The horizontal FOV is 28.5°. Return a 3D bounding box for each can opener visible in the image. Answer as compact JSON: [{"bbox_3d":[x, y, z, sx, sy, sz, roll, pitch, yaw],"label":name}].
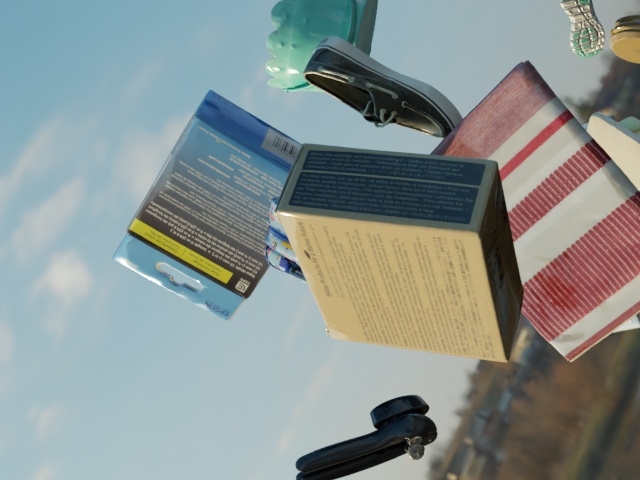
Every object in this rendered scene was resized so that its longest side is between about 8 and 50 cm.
[{"bbox_3d":[0.055,0.249,1.502,0.186,0.073,0.059,-23,-54,-16],"label":"can opener"}]

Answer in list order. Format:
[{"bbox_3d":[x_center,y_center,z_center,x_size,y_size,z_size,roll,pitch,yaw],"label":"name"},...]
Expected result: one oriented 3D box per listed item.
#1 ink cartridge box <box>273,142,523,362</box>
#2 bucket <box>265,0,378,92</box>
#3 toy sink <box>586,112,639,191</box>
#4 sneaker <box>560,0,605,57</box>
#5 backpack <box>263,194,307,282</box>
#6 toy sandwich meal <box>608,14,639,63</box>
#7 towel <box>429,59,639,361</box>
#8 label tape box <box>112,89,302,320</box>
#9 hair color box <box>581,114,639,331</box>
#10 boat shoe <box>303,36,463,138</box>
[{"bbox_3d":[0.083,0.015,1.202,0.235,0.193,0.088,68,-145,-54],"label":"ink cartridge box"},{"bbox_3d":[0.007,-0.435,2.616,0.281,0.183,0.281,12,-90,-82],"label":"bucket"},{"bbox_3d":[0.545,-0.117,2.188,0.131,0.153,0.234,-28,-39,-30],"label":"toy sink"},{"bbox_3d":[0.461,-0.400,2.217,0.076,0.065,0.166,-83,-22,-48],"label":"sneaker"},{"bbox_3d":[0.000,0.000,1.620,0.173,0.158,0.117,-29,-38,-78],"label":"backpack"},{"bbox_3d":[0.408,-0.257,1.616,0.085,0.085,0.029,73,-148,-71],"label":"toy sandwich meal"},{"bbox_3d":[0.289,-0.033,1.592,0.037,0.329,0.237,-30,-12,-50],"label":"towel"},{"bbox_3d":[-0.176,-0.054,2.205,0.348,0.249,0.115,-54,11,33],"label":"label tape box"},{"bbox_3d":[0.552,-0.030,2.420,0.185,0.375,0.113,-30,6,-34],"label":"hair color box"},{"bbox_3d":[0.080,-0.183,1.652,0.070,0.219,0.078,-61,-2,-28],"label":"boat shoe"}]
